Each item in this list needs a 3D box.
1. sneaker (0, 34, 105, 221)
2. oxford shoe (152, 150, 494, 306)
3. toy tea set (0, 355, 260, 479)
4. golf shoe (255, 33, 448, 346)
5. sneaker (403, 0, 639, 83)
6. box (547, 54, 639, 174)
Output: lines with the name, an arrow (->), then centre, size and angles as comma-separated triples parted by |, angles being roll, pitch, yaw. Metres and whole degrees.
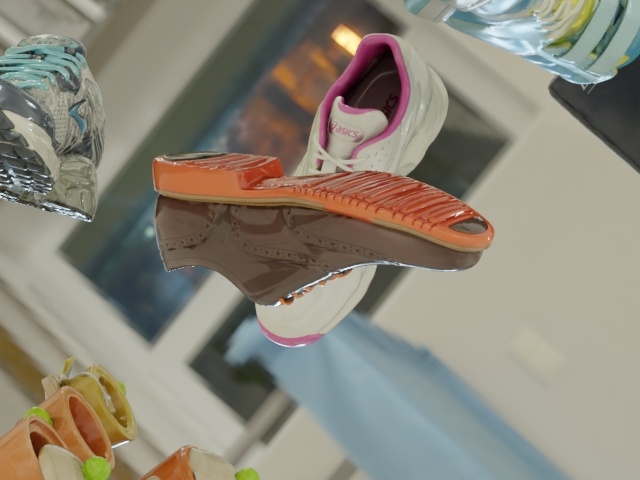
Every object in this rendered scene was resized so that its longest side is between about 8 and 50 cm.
sneaker -> -0.219, -0.098, 1.442 | 0.110, 0.122, 0.283 | 12, -7, 5
oxford shoe -> 0.000, 0.000, 1.421 | 0.271, 0.098, 0.097 | 11, 14, 33
toy tea set -> -0.139, 0.178, 1.482 | 0.200, 0.124, 0.336 | 61, 9, -2
golf shoe -> 0.013, -0.054, 1.817 | 0.115, 0.306, 0.140 | 19, -16, 18
sneaker -> 0.198, -0.212, 1.644 | 0.208, 0.127, 0.319 | 22, 2, -8
box -> 0.472, -0.121, 1.891 | 0.395, 0.293, 0.212 | 46, 16, 27
